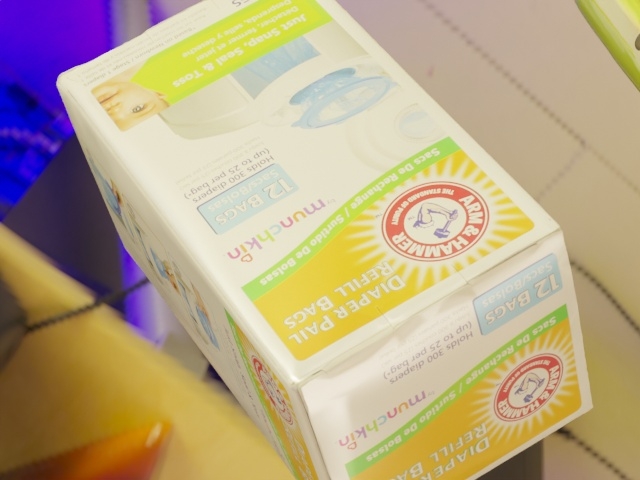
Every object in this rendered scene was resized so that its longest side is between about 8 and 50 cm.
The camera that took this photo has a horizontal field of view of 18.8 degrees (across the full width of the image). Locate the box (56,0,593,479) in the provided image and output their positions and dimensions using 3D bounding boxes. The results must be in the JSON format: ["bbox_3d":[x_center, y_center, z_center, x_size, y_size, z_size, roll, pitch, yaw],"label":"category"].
[{"bbox_3d":[0.000,0.000,0.741,0.114,0.203,0.103,-29,137,-12],"label":"box"}]

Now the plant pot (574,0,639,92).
[{"bbox_3d":[0.327,-0.170,1.399,0.207,0.227,0.228,31,111,-29],"label":"plant pot"}]
